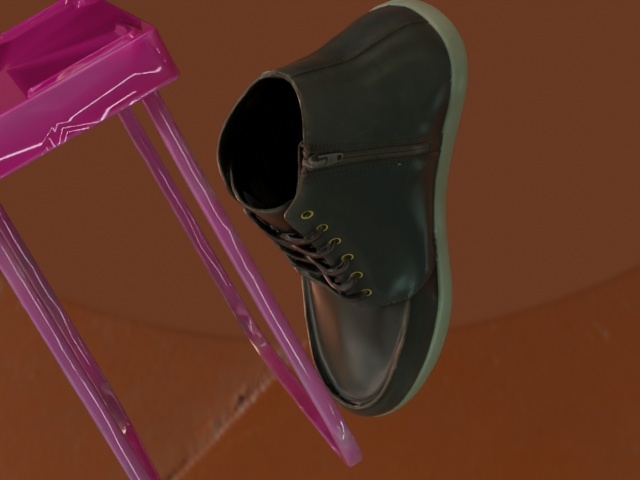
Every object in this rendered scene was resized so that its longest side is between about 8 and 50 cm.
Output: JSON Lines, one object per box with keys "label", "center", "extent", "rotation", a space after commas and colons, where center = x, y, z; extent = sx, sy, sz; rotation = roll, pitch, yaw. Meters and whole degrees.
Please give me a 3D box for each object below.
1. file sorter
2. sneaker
{"label": "file sorter", "center": [-0.158, 0.061, 0.696], "extent": [0.291, 0.202, 0.182], "rotation": [-31, 107, -6]}
{"label": "sneaker", "center": [0.000, 0.000, 0.897], "extent": [0.083, 0.118, 0.222], "rotation": [23, 124, 34]}
